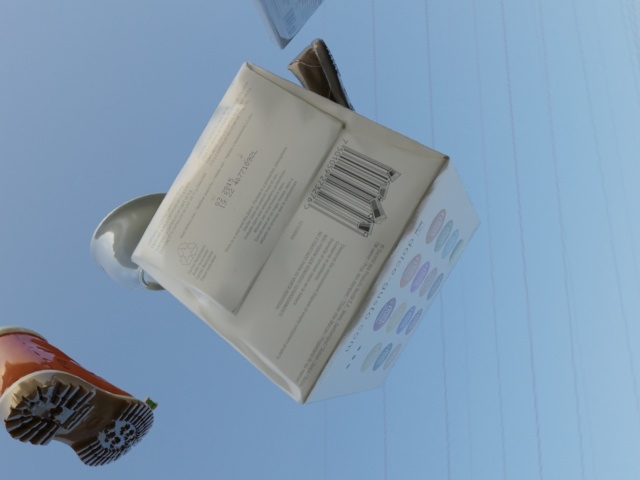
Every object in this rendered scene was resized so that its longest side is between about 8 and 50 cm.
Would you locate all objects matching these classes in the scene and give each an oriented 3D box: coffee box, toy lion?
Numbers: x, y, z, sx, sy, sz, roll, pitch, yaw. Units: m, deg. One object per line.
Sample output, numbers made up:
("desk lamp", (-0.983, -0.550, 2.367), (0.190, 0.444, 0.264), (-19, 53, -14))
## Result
("coffee box", (0.000, 0.000, 0.804), (0.337, 0.338, 0.334), (-59, -26, 2))
("toy lion", (-0.443, 0.430, 1.254), (0.034, 0.100, 0.096), (45, -141, -15))

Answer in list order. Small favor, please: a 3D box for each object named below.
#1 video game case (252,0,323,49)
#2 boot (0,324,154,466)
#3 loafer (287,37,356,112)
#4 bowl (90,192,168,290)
("video game case", (0.007, -0.459, 0.778), (0.036, 0.329, 0.300), (41, -85, 0))
("boot", (-0.187, 0.117, 0.394), (0.059, 0.084, 0.158), (-45, -33, -18))
("loafer", (0.021, -0.316, 1.315), (0.130, 0.134, 0.366), (-21, -92, 13))
("bowl", (-0.412, 0.033, 1.314), (0.298, 0.298, 0.134), (-15, -128, -31))
